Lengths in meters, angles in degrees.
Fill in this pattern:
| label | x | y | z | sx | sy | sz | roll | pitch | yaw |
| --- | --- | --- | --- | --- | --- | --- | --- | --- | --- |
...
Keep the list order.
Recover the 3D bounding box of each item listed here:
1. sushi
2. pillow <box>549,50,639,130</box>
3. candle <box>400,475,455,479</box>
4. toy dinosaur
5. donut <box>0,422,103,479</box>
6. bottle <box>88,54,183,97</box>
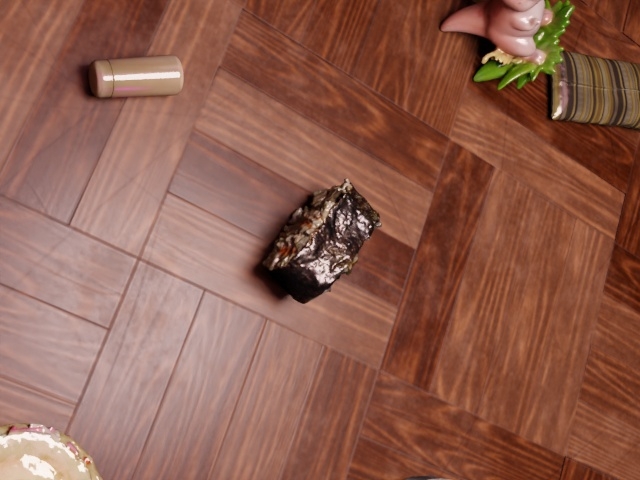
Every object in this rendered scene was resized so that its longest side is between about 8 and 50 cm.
| label | x | y | z | sx | sy | sz | roll | pitch | yaw |
| --- | --- | --- | --- | --- | --- | --- | --- | --- | --- |
| sushi | 0.000 | 0.000 | 1.016 | 0.078 | 0.090 | 0.150 | 48 | 61 | -19 |
| pillow | 0.424 | -0.227 | 1.324 | 0.203 | 0.038 | 0.113 | 1 | 82 | -29 |
| candle | 0.175 | 0.367 | 0.931 | 0.187 | 0.330 | 0.187 | 2 | 85 | -23 |
| toy dinosaur | 0.243 | -0.286 | 1.148 | 0.177 | 0.194 | 0.152 | 25 | 85 | -43 |
| donut | -0.290 | 0.256 | 0.822 | 0.174 | 0.068 | 0.175 | 5 | 80 | -32 |
| bottle | -0.201 | -0.178 | 0.951 | 0.096 | 0.045 | 0.045 | -9 | 87 | -29 |
